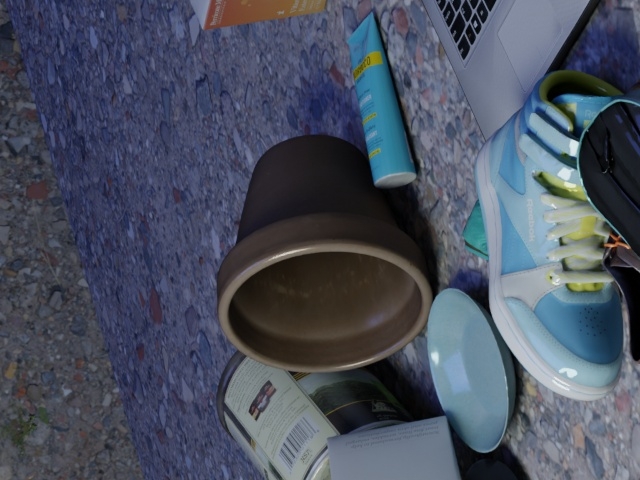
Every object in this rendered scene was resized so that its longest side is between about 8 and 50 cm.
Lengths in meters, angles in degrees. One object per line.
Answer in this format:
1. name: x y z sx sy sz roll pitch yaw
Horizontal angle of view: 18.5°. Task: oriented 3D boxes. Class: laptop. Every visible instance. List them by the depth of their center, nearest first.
1. laptop: 0.076 -0.331 2.027 0.382 0.236 0.408 116 137 -57

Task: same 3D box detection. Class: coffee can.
1. coffee can: 0.010 0.253 2.526 0.275 0.201 0.201 -134 38 -52

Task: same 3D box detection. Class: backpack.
1. backpack: 0.318 -0.054 1.681 0.188 0.144 0.166 43 149 14

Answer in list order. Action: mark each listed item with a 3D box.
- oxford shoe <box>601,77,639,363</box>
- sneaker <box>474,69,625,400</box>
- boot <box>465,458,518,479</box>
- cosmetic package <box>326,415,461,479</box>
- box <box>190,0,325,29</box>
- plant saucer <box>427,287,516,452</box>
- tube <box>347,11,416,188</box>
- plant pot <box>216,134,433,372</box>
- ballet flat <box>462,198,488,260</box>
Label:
1. oxford shoe: 0.309 -0.017 1.801 0.097 0.098 0.271 176 83 -68
2. sneaker: 0.242 -0.023 1.875 0.208 0.127 0.319 118 145 -51
3. boot: 0.229 0.363 2.249 0.106 0.082 0.219 82 167 -63
4. cosmetic package: 0.100 0.332 2.320 0.151 0.151 0.183 -98 -3 -55
5. box: -0.075 -0.349 2.467 0.130 0.170 0.091 109 142 -53
6. plant saucer: 0.183 0.147 2.272 0.195 0.037 0.195 169 90 -67
7. tube: 0.070 -0.167 2.383 0.080 0.052 0.207 -39 58 55
8. plant pot: 0.000 0.000 2.422 0.263 0.263 0.229 106 164 -49
9. ballet flat: 0.227 0.007 2.045 0.247 0.083 0.087 38 121 55
